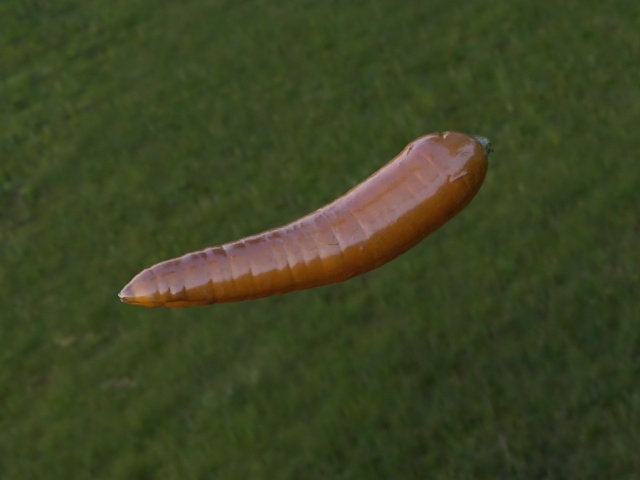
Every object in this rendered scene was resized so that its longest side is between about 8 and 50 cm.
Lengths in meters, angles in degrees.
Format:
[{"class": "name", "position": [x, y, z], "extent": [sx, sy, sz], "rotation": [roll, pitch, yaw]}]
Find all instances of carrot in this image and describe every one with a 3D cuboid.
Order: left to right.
[{"class": "carrot", "position": [0.000, 0.000, 1.218], "extent": [0.271, 0.066, 0.062], "rotation": [-28, 56, -9]}]
